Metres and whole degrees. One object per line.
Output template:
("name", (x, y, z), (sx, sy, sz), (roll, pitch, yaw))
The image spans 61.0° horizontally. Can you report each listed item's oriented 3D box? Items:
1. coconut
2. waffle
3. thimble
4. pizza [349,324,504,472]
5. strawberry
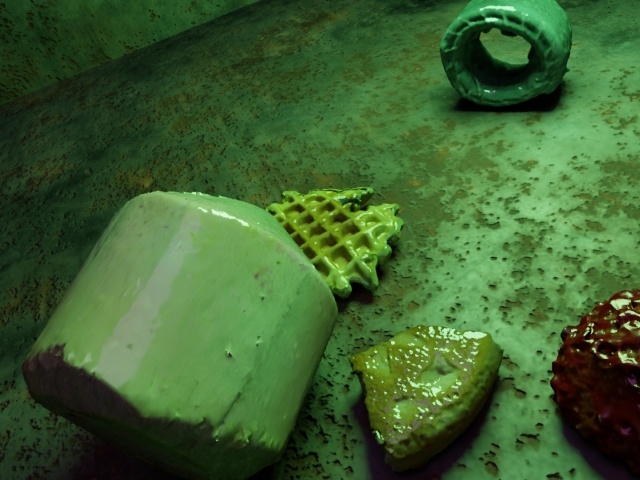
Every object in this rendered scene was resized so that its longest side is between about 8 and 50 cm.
("coconut", (-0.136, 0.091, 0.625), (0.298, 0.297, 0.309), (5, 52, 28))
("waffle", (-0.001, -0.002, 0.860), (0.262, 0.056, 0.250), (0, 43, 20))
("thimble", (0.354, -0.359, 1.021), (0.235, 0.198, 0.143), (30, 53, 11))
("pizza", (0.102, 0.167, 0.618), (0.161, 0.062, 0.182), (20, 58, 30))
("strawberry", (0.338, 0.135, 0.508), (0.190, 0.111, 0.236), (-24, 39, -8))
